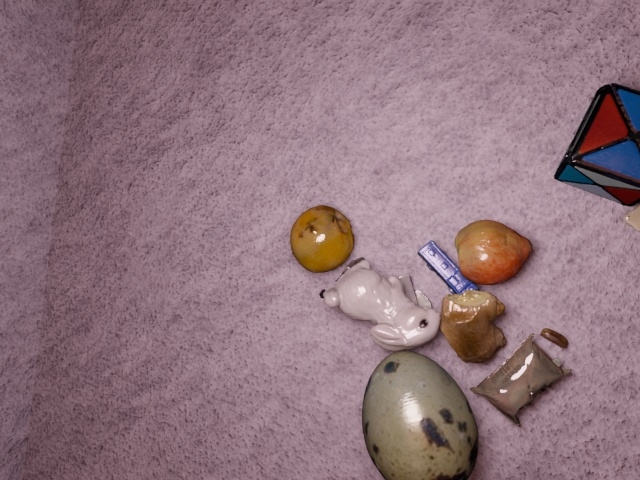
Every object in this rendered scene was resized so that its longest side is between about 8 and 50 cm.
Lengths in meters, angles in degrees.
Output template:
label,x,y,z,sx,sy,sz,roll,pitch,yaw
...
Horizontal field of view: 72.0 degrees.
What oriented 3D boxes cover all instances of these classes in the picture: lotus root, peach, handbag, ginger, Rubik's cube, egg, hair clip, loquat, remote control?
label,x,y,z,sx,sy,sz,roll,pitch,yaw
lotus root,0.742,0.308,1.391,0.083,0.030,0.037,31,95,18
peach,0.543,0.031,1.385,0.233,0.232,0.232,-1,85,19
handbag,0.631,0.443,1.378,0.182,0.117,0.270,43,99,8
ginger,0.491,0.266,1.389,0.276,0.130,0.221,37,112,-19
Rubik's cube,0.867,-0.270,1.282,0.248,0.250,0.246,28,94,21
egg,0.295,0.560,1.360,0.345,0.345,0.428,-24,76,15
hair clip,0.314,0.227,1.534,0.140,0.054,0.220,-14,84,13
loquat,0.000,0.000,1.571,0.244,0.244,0.243,-1,85,19
remote control,0.989,-0.088,1.338,0.122,0.032,0.074,-47,73,9

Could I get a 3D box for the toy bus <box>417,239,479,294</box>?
label,x,y,z,sx,sy,sz,roll,pitch,yaw
toy bus,0.426,0.105,1.480,0.079,0.094,0.236,-44,74,11

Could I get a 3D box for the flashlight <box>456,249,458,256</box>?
label,x,y,z,sx,sy,sz,roll,pitch,yaw
flashlight,0.478,0.048,1.506,0.018,0.018,0.083,-11,82,17

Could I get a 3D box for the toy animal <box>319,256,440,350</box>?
label,x,y,z,sx,sy,sz,roll,pitch,yaw
toy animal,0.203,0.227,1.442,0.258,0.194,0.357,-36,54,-22
